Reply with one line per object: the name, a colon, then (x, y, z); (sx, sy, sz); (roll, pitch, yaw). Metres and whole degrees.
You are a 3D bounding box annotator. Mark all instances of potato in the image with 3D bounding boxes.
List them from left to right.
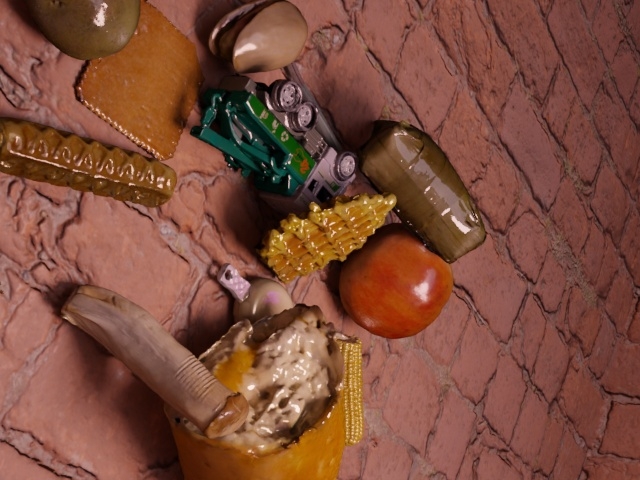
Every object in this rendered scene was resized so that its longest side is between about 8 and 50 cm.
potato: (-0.367, -0.401, 1.393); (0.174, 0.159, 0.251); (-76, 162, -51)

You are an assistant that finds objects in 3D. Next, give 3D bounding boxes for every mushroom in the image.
mushroom: (-0.267, 0.192, 1.489); (0.095, 0.351, 0.123); (-54, 175, 10)

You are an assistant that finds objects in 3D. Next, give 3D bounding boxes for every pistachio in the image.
pistachio: (-0.112, -0.385, 1.719); (0.215, 0.144, 0.143); (-30, 116, -47)

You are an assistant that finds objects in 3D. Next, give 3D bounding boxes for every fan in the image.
fan: (-0.013, -0.267, 1.865); (0.023, 0.057, 0.281); (-30, 99, -36)

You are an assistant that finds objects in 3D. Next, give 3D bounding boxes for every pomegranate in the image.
pomegranate: (0.154, 0.075, 2.016); (0.270, 0.252, 0.229); (40, 20, -10)

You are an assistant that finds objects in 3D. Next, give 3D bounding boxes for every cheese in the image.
cheese: (-0.131, 0.122, 1.800); (0.227, 0.064, 0.137); (51, 52, -42)

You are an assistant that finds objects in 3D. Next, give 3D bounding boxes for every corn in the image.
corn: (0.048, 0.330, 2.019); (0.093, 0.093, 0.244); (-1, 89, -51)

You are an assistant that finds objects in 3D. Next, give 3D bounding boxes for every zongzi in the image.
zongzi: (0.212, -0.124, 1.979); (0.323, 0.160, 0.360); (53, 8, -12)

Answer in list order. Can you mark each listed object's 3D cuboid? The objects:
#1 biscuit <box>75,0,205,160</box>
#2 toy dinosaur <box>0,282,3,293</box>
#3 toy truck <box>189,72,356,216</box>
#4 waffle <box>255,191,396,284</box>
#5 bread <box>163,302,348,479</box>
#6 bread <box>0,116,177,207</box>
biscuit: (-0.300, -0.284, 1.594); (0.237, 0.013, 0.232); (39, 64, -46)
toy dinosaur: (-0.499, 0.059, 1.370); (0.041, 0.026, 0.113); (-11, 112, -32)
toy truck: (-0.090, -0.180, 1.753); (0.363, 0.177, 0.177); (41, 71, -44)
waffle: (-0.002, -0.003, 1.809); (0.307, 0.312, 0.060); (-16, 68, -31)
bread: (-0.077, 0.361, 1.705); (0.361, 0.250, 0.394); (-41, 140, -37)
bread: (-0.377, -0.120, 1.465); (0.368, 0.084, 0.077); (14, 42, -49)
